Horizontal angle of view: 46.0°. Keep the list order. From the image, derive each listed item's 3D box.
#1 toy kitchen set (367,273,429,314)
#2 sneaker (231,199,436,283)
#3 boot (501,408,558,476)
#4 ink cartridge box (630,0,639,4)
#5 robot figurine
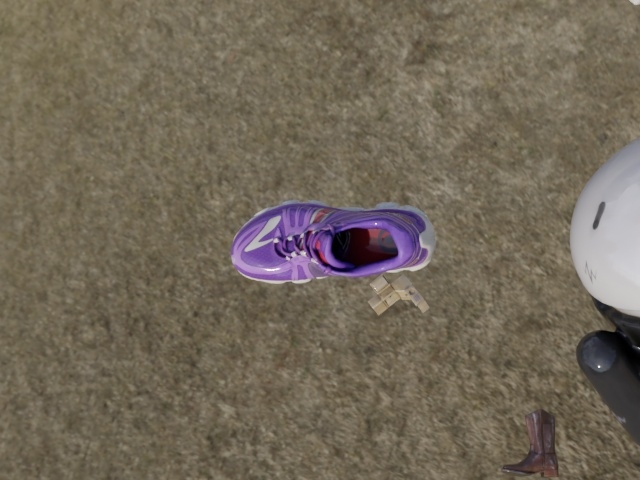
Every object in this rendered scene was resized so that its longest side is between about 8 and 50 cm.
[{"bbox_3d":[0.133,0.105,1.347,0.083,0.068,0.075,-38,46,2],"label":"toy kitchen set"},{"bbox_3d":[0.000,0.000,0.574,0.169,0.071,0.068,-7,93,27],"label":"sneaker"},{"bbox_3d":[0.359,0.348,1.304,0.037,0.106,0.114,122,152,-66],"label":"boot"},{"bbox_3d":[0.686,-0.631,1.451,0.121,0.289,0.211,-14,75,-15],"label":"ink cartridge box"},{"bbox_3d":[0.307,0.041,0.565,0.173,0.278,0.209,-25,25,41],"label":"robot figurine"}]
